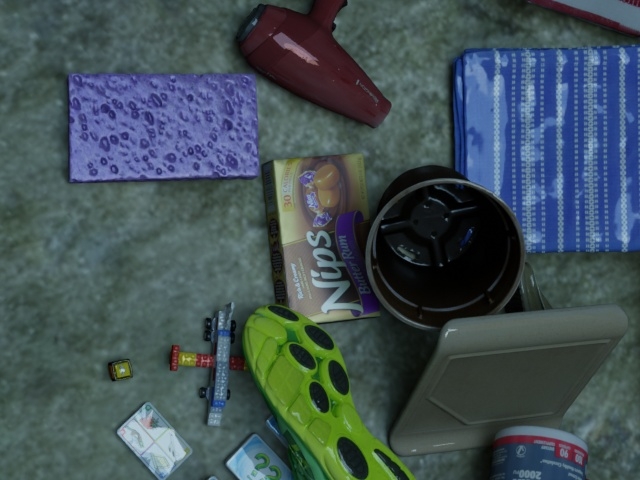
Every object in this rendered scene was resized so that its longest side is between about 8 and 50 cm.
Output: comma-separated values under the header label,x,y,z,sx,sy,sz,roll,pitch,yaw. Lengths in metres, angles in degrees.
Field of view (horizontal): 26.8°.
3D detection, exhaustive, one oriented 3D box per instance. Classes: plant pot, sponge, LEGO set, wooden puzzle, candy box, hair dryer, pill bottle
label,x,y,z,sx,sy,sz,roll,pitch,yaw
plant pot,0.127,-0.005,1.467,0.167,0.165,0.167,-1,106,-2
sponge,-0.171,-0.123,1.468,0.210,0.031,0.117,-2,87,-17
LEGO set,-0.112,0.191,1.455,0.182,0.060,0.244,-44,99,-19
wooden puzzle,0.201,0.151,1.490,0.221,0.239,0.044,-4,51,-18
candy box,0.000,0.000,1.503,0.109,0.053,0.187,-5,87,-18
hair dryer,0.006,-0.262,1.508,0.223,0.080,0.293,-19,93,-18
pill bottle,0.237,0.306,1.495,0.108,0.108,0.180,17,66,-16

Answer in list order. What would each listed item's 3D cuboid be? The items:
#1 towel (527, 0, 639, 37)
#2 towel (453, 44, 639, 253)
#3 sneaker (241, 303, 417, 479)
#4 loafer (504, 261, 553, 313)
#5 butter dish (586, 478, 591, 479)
label,x,y,z,sx,sy,sz,roll,pitch,yaw
towel,0.365,-0.410,1.552,0.237,0.037,0.329,8,106,-40
towel,0.321,-0.108,1.544,0.336,0.040,0.243,-1,87,11
sneaker,-0.007,0.208,1.434,0.109,0.123,0.295,-29,87,-40
loafer,0.252,0.090,1.579,0.050,0.056,0.148,-18,102,-19
butter dish,0.322,0.371,1.548,0.118,0.160,0.160,36,76,-44
